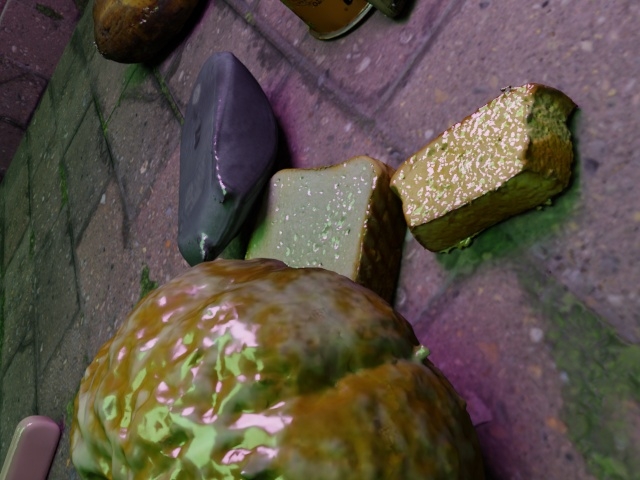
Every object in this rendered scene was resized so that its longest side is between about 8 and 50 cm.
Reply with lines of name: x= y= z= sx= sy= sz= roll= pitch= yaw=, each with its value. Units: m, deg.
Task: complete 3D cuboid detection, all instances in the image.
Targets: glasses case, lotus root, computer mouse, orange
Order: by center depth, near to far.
orange: x=-0.050 y=0.122 z=0.467 sx=0.368 sy=0.271 sz=0.210 roll=8 pitch=98 yaw=44
computer mouse: x=-0.132 y=-0.118 z=0.817 sx=0.188 sy=0.122 sz=0.371 roll=-49 pitch=35 yaw=44
glasses case: x=-0.598 y=0.458 z=1.143 sx=0.050 sy=0.083 sz=0.196 roll=9 pitch=79 yaw=50
lotus root: x=-0.413 y=-0.542 z=1.306 sx=0.397 sy=0.179 sz=0.196 roll=-21 pitch=56 yaw=42

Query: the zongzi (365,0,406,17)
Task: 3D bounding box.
zongzi: x=0.081 y=-0.356 z=0.704 sx=0.113 sy=0.104 sz=0.052 roll=-58 pitch=11 yaw=10

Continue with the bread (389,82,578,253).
bread: x=0.148 y=-0.064 z=0.523 sx=0.187 sy=0.065 sz=0.103 roll=-28 pitch=48 yaw=38

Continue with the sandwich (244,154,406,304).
sandwich: x=0.000 y=0.000 z=0.661 sx=0.214 sy=0.065 sz=0.186 roll=2 pitch=75 yaw=50

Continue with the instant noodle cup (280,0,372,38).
instant noodle cup: x=-0.012 y=-0.420 z=0.782 sx=0.216 sy=0.172 sz=0.216 roll=-26 pitch=54 yaw=42
